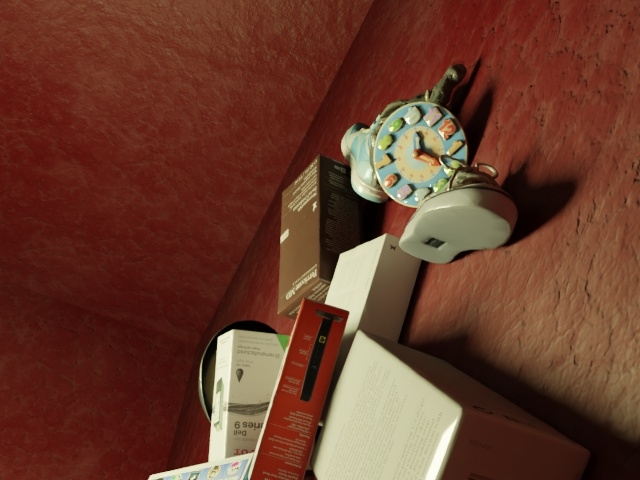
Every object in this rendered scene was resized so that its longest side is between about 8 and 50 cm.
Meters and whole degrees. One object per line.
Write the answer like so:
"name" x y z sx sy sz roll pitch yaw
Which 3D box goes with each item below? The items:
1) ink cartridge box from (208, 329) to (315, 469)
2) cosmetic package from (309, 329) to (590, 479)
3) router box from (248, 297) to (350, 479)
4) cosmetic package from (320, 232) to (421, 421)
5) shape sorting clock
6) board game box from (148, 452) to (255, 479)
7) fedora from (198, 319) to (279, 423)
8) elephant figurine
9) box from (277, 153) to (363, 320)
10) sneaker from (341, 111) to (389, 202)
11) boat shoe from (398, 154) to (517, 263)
"ink cartridge box" -0.120 0.355 1.750 0.121 0.211 0.289 147 128 -62
"cosmetic package" 0.132 0.283 1.031 0.453 0.162 0.230 -157 88 -78
"router box" -0.044 0.281 1.399 0.335 0.082 0.301 109 178 -74
"cosmetic package" 0.068 0.193 1.620 0.284 0.097 0.377 147 142 -73
"shape sorting clock" 0.191 -0.167 1.553 0.040 0.206 0.206 1 -63 -58
"board game box" -0.263 0.578 1.543 0.308 0.086 0.302 -21 28 32
"fedora" -0.132 0.338 1.935 0.153 0.334 0.334 -11 52 39
"elephant figurine" 0.207 -0.245 1.716 0.239 0.186 0.169 -63 -35 -26
"box" 0.000 0.000 1.961 0.191 0.143 0.381 -43 38 42
"sneaker" 0.152 -0.255 1.975 0.319 0.127 0.208 -103 33 -53
"boat shoe" 0.235 -0.066 1.304 0.367 0.136 0.156 121 171 -77
